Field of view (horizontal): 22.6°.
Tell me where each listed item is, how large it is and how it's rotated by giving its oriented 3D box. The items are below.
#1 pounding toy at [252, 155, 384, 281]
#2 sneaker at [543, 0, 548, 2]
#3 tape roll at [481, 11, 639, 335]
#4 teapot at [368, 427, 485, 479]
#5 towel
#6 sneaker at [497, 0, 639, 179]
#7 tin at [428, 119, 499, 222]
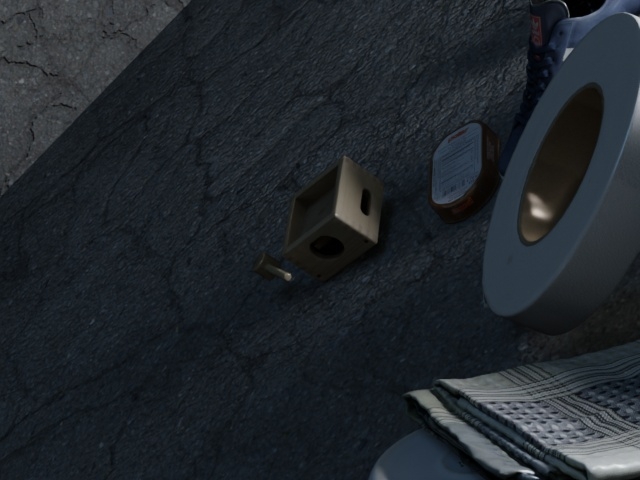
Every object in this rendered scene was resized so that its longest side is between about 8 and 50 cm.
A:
[{"bbox_3d":[-0.005,0.010,2.385,0.206,0.094,0.181,-37,31,38],"label":"pounding toy"},{"bbox_3d":[0.421,-0.392,2.370,0.235,0.084,0.097,-34,52,25],"label":"sneaker"},{"bbox_3d":[0.307,-0.076,1.884,0.392,0.072,0.392,-159,90,-79],"label":"tape roll"},{"bbox_3d":[0.169,0.299,1.615,0.252,0.187,0.256,0,21,28],"label":"teapot"},{"bbox_3d":[0.278,0.168,1.570,0.324,0.056,0.312,-11,18,-19],"label":"towel"},{"bbox_3d":[0.316,-0.245,2.160,0.350,0.148,0.131,-59,27,3],"label":"sneaker"},{"bbox_3d":[0.205,-0.101,2.291,0.106,0.040,0.189,-28,31,25],"label":"tin"}]
